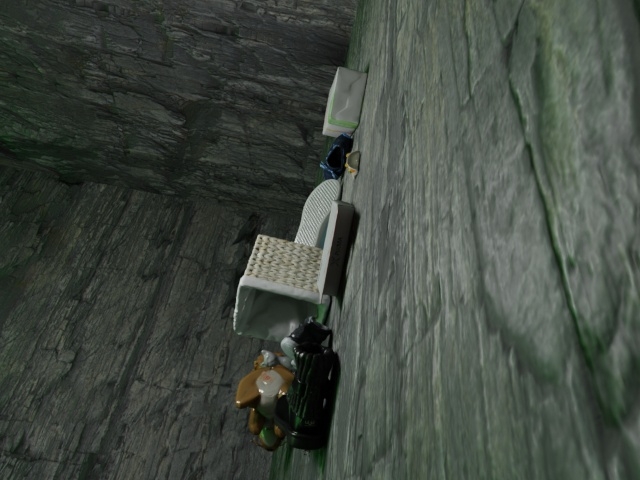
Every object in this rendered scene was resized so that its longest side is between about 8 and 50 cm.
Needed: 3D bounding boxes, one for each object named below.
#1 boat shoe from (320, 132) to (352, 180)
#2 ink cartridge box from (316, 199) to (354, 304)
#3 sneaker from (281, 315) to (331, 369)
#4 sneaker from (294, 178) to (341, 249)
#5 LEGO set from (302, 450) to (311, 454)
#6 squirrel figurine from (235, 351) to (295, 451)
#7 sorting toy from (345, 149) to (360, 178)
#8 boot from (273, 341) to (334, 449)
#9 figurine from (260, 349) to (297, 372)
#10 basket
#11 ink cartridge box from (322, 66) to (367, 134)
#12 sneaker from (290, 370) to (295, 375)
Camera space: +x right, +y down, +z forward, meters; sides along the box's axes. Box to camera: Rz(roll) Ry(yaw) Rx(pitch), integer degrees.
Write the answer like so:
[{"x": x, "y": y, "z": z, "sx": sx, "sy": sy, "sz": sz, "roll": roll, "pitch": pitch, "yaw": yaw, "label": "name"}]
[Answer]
[{"x": 0.050, "y": -0.326, "z": 1.998, "sx": 0.089, "sy": 0.108, "sz": 0.258, "roll": -57, "pitch": -13, "yaw": -37, "label": "boat shoe"}, {"x": 0.049, "y": 0.033, "z": 1.547, "sx": 0.261, "sy": 0.066, "sz": 0.297, "roll": -105, "pitch": 26, "yaw": -79, "label": "ink cartridge box"}, {"x": -0.024, "y": 0.346, "z": 1.572, "sx": 0.153, "sy": 0.101, "sz": 0.269, "roll": -49, "pitch": -35, "yaw": -20, "label": "sneaker"}, {"x": 0.001, "y": -0.070, "z": 2.018, "sx": 0.366, "sy": 0.135, "sz": 0.150, "roll": -65, "pitch": -28, "yaw": -9, "label": "sneaker"}, {"x": -0.039, "y": 0.654, "z": 1.551, "sx": 0.083, "sy": 0.023, "sz": 0.054, "roll": 174, "pitch": 105, "yaw": -71, "label": "LEGO set"}, {"x": -0.220, "y": 0.728, "z": 2.210, "sx": 0.397, "sy": 0.280, "sz": 0.371, "roll": -106, "pitch": 10, "yaw": -58, "label": "squirrel figurine"}, {"x": 0.110, "y": -0.246, "z": 1.637, "sx": 0.075, "sy": 0.044, "sz": 0.084, "roll": 71, "pitch": -157, "yaw": -58, "label": "sorting toy"}, {"x": -0.047, "y": 0.421, "z": 1.418, "sx": 0.348, "sy": 0.130, "sz": 0.261, "roll": 166, "pitch": 107, "yaw": -73, "label": "boot"}, {"x": -0.136, "y": 0.438, "z": 2.006, "sx": 0.092, "sy": 0.209, "sz": 0.215, "roll": -123, "pitch": 44, "yaw": -84, "label": "figurine"}, {"x": -0.138, "y": 0.196, "z": 1.858, "sx": 0.329, "sy": 0.330, "sz": 0.267, "roll": 106, "pitch": 175, "yaw": -47, "label": "basket"}, {"x": 0.088, "y": -0.538, "z": 1.988, "sx": 0.353, "sy": 0.119, "sz": 0.207, "roll": 176, "pitch": 104, "yaw": -85, "label": "ink cartridge box"}, {"x": -0.137, "y": 0.683, "z": 2.454, "sx": 0.098, "sy": 0.083, "sz": 0.223, "roll": -60, "pitch": 4, "yaw": -14, "label": "sneaker"}]
